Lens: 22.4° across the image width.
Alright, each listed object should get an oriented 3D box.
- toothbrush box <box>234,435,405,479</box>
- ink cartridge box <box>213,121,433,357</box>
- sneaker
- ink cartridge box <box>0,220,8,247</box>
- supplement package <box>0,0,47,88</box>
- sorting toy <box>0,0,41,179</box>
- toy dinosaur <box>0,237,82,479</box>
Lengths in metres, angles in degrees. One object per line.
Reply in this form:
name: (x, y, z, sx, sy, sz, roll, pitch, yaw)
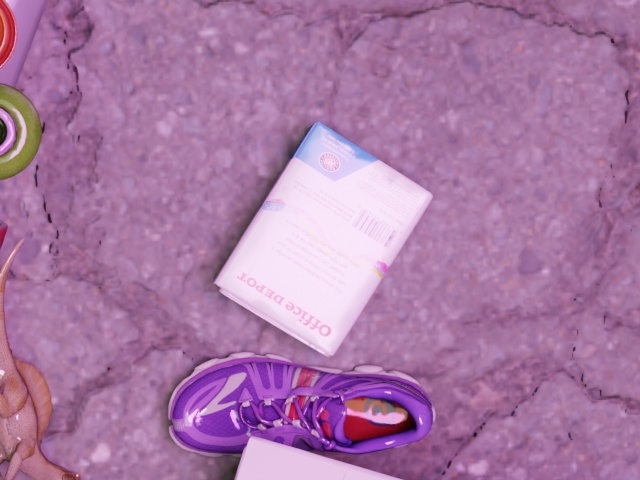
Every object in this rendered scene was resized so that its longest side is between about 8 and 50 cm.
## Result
toothbrush box: (0.067, 0.264, 0.947, 0.295, 0.126, 0.216, 15, 74, 5)
ink cartridge box: (0.000, 0.000, 1.021, 0.088, 0.052, 0.122, 33, 87, -5)
sneaker: (-0.011, 0.105, 1.013, 0.170, 0.071, 0.068, -2, 92, -5)
ink cartridge box: (-0.347, 0.091, 0.953, 0.226, 0.131, 0.306, 20, 88, -6)
supplement package: (-0.285, -0.192, 0.915, 0.262, 0.199, 0.198, 20, 90, -6)
sorting toy: (-0.177, -0.078, 0.812, 0.061, 0.042, 0.102, -14, 96, -7)
toy dinosaur: (-0.196, 0.098, 0.990, 0.053, 0.092, 0.183, -5, 108, 29)
